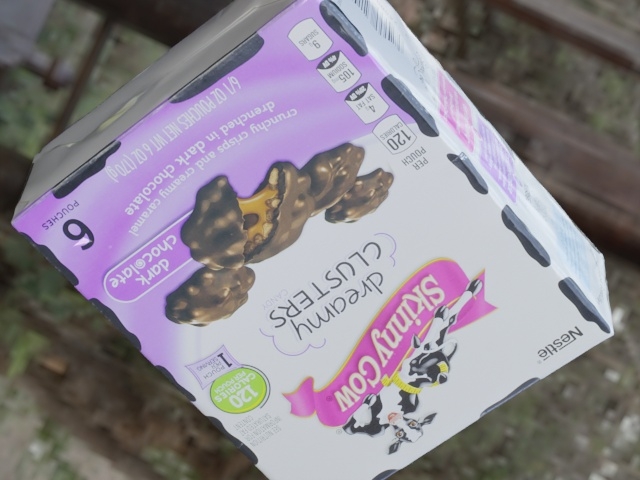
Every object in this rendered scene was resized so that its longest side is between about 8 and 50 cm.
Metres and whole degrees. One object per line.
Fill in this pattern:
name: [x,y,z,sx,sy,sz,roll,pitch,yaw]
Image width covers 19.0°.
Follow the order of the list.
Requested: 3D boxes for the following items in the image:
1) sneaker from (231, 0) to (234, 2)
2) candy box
sneaker: [-0.022,-0.120,1.035,0.232,0.090,0.081,-94,160,-48]
candy box: [0.000,0.000,0.806,0.165,0.196,0.070,-36,-159,20]
